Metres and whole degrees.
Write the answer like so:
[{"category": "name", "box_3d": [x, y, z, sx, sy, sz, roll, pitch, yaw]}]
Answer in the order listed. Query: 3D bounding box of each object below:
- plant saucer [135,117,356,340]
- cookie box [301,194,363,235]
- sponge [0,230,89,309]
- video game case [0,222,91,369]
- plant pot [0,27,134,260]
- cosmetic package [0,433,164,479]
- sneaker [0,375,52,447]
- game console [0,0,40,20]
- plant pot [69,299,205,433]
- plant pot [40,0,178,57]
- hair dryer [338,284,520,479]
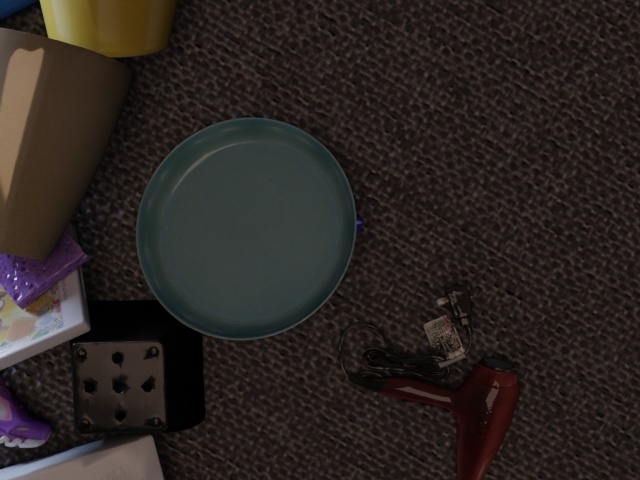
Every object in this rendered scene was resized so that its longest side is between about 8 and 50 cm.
[{"category": "plant saucer", "box_3d": [-0.103, -0.015, 1.638, 0.318, 0.044, 0.317, -2, 79, 10]}, {"category": "cookie box", "box_3d": [0.000, 0.000, 1.677, 0.092, 0.040, 0.107, 26, 96, 0]}, {"category": "sponge", "box_3d": [-0.433, -0.011, 1.636, 0.117, 0.031, 0.210, -40, 67, -11]}, {"category": "video game case", "box_3d": [-0.439, 0.090, 1.634, 0.227, 0.206, 0.026, -24, 136, 4]}, {"category": "plant pot", "box_3d": [-0.399, -0.117, 1.545, 0.257, 0.256, 0.274, 10, 86, 0]}, {"category": "cosmetic package", "box_3d": [-0.335, 0.491, 1.672, 0.284, 0.097, 0.377, -15, 93, -15]}, {"category": "sneaker", "box_3d": [-0.492, 0.217, 1.692, 0.236, 0.095, 0.104, 28, 88, -1]}, {"category": "game console", "box_3d": [-0.551, -0.414, 1.656, 0.250, 0.173, 0.293, -28, 95, 35]}, {"category": "plant pot", "box_3d": [-0.267, 0.189, 1.642, 0.188, 0.167, 0.187, -1, 96, 1]}, {"category": "plant pot", "box_3d": [-0.282, -0.379, 1.555, 0.254, 0.254, 0.239, 3, 111, 1]}, {"category": "hair dryer", "box_3d": [0.178, 0.222, 1.695, 0.224, 0.080, 0.293, -26, 89, 20]}]
